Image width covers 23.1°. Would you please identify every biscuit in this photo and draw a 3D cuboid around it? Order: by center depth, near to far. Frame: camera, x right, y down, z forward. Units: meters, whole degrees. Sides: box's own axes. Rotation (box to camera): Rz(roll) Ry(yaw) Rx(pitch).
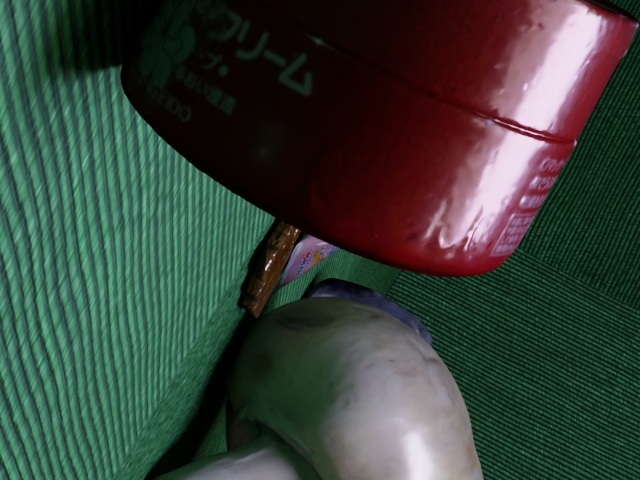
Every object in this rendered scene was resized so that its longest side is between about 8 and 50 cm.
[{"bbox_3d":[-0.050,0.025,1.531,0.130,0.019,0.119,-67,172,31],"label":"biscuit"}]

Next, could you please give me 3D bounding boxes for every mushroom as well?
[{"bbox_3d":[0.022,0.246,1.622,0.353,0.325,0.353,19,90,-74],"label":"mushroom"}]

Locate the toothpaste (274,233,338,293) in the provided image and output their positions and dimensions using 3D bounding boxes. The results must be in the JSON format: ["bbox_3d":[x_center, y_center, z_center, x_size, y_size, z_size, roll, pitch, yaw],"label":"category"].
[{"bbox_3d":[0.000,0.000,1.758,0.067,0.043,0.194,-64,168,28],"label":"toothpaste"}]

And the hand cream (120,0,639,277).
[{"bbox_3d":[0.026,-0.094,0.763,0.149,0.230,0.230,-64,173,17],"label":"hand cream"}]

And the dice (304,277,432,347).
[{"bbox_3d":[0.032,0.173,2.059,0.181,0.182,0.183,-61,174,-28],"label":"dice"}]
